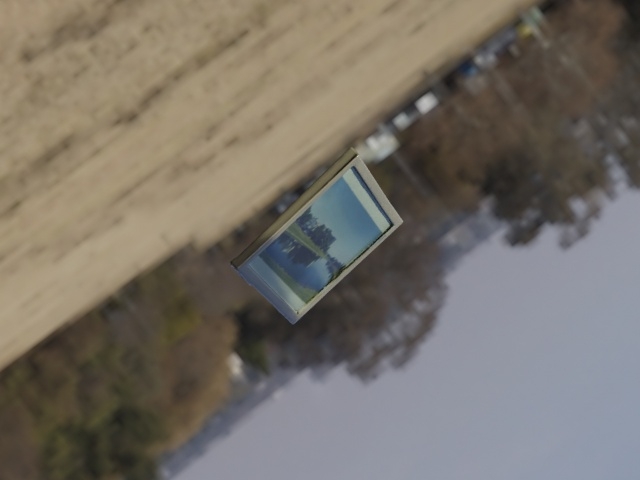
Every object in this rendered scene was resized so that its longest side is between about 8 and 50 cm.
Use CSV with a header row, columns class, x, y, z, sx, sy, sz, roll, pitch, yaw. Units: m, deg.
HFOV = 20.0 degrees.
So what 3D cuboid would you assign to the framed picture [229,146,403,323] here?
class,x,y,z,sx,sy,sz,roll,pitch,yaw
framed picture,0.000,0.000,1.225,0.109,0.011,0.149,-43,158,-1
